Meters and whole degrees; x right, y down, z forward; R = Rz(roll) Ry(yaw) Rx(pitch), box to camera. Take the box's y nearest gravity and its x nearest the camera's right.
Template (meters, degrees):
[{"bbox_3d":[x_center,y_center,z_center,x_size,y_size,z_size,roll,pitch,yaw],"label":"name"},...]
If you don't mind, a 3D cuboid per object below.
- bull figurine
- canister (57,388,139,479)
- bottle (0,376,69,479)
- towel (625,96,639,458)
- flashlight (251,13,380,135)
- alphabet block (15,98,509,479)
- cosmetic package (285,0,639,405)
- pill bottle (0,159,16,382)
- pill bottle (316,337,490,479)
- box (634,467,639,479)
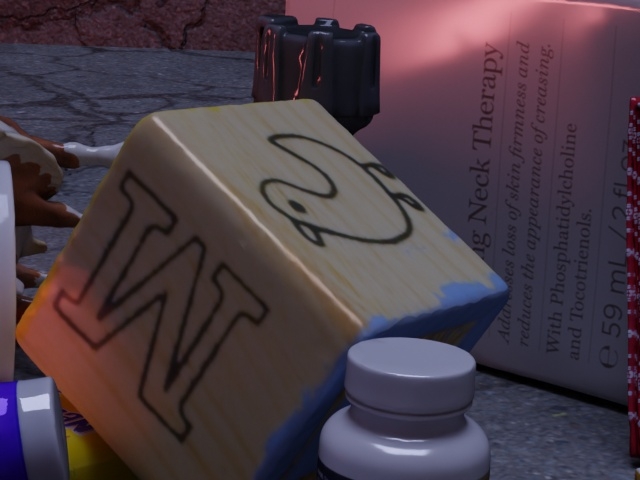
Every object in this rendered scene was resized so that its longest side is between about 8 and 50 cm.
[{"bbox_3d":[-0.256,-0.024,1.418,0.188,0.310,0.101,11,56,-14],"label":"bull figurine"},{"bbox_3d":[-0.172,0.135,1.159,0.126,0.073,0.170,15,17,35],"label":"canister"},{"bbox_3d":[-0.286,0.130,1.011,0.283,0.092,0.118,-8,29,-3],"label":"bottle"},{"bbox_3d":[0.320,0.031,1.312,0.199,0.275,0.031,1,-5,-10],"label":"towel"},{"bbox_3d":[0.000,0.000,1.263,0.103,0.304,0.103,1,15,-13],"label":"flashlight"},{"bbox_3d":[-0.037,0.047,1.126,0.197,0.193,0.192,44,26,20],"label":"alphabet block"},{"bbox_3d":[0.212,-0.080,1.587,0.394,0.329,0.327,13,17,37],"label":"cosmetic package"},{"bbox_3d":[-0.414,0.029,1.204,0.408,0.229,0.229,0,14,-13],"label":"pill bottle"},{"bbox_3d":[0.044,0.143,0.974,0.094,0.169,0.094,3,15,-1],"label":"pill bottle"},{"bbox_3d":[0.260,0.179,1.180,0.081,0.028,0.136,1,12,-8],"label":"box"}]
